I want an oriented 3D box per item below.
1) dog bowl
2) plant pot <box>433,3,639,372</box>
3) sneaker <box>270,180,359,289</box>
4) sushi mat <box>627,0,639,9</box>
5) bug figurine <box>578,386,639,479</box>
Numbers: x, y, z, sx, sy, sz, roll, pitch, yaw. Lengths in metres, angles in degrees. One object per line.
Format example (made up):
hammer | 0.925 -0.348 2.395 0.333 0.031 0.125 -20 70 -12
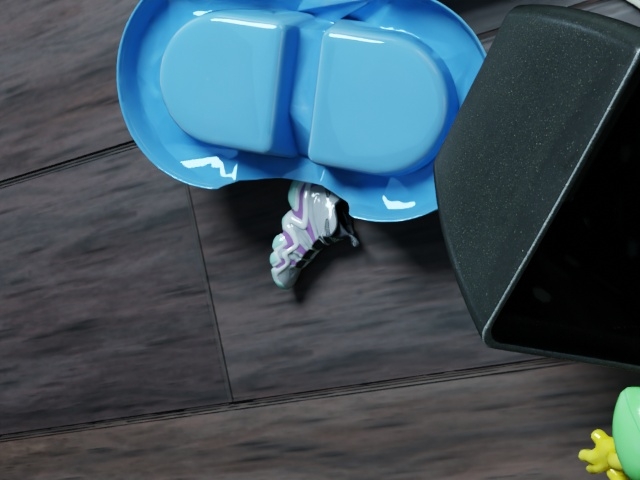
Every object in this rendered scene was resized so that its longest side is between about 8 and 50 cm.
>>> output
dog bowl | -0.008 -0.114 0.754 0.297 0.074 0.166 12 104 18
plant pot | 0.177 -0.047 0.610 0.188 0.187 0.167 -65 31 24
sneaker | 0.000 0.000 0.802 0.069 0.038 0.098 18 103 26
sushi mat | 0.319 -0.171 0.634 0.316 0.019 0.151 40 111 19
bug figurine | 0.129 0.178 0.361 0.279 0.072 0.216 -41 73 25
